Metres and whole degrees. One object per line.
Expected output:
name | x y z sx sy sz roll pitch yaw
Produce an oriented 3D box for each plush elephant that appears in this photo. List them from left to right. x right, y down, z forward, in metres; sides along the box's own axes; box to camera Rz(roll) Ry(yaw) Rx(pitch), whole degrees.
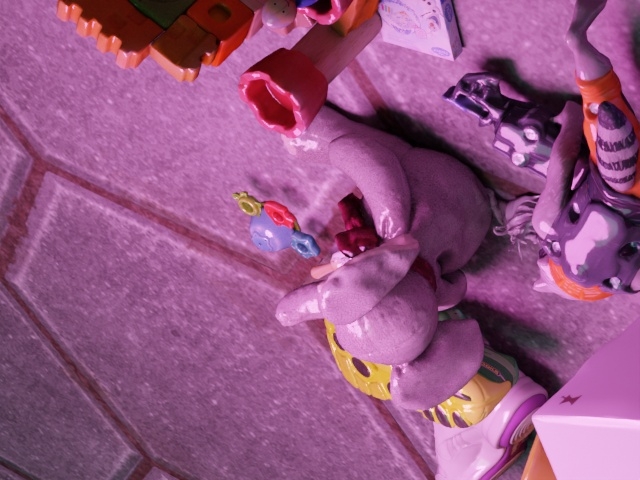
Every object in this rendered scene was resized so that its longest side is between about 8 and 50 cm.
plush elephant | 0.071 0.035 2.083 0.330 0.255 0.272 11 142 42

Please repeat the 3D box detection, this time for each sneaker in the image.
sneaker | 0.115 0.134 2.266 0.295 0.123 0.109 29 131 41
sneaker | 0.193 0.220 2.400 0.152 0.114 0.305 46 150 17

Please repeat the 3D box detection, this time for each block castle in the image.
block castle | -0.148 -0.321 1.850 0.453 0.213 0.303 38 153 9

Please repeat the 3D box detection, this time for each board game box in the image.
board game box | 0.095 -0.230 1.916 0.090 0.020 0.090 20 145 32

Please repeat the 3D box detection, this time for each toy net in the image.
toy net | 0.000 0.000 2.353 0.232 0.045 0.122 22 146 26

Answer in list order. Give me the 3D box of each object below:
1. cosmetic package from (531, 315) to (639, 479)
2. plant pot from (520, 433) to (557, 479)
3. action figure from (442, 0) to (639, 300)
cosmetic package | 0.421 0.315 2.002 0.161 0.230 0.453 -2 119 50
plant pot | 0.343 0.365 2.280 0.239 0.254 0.254 19 149 6
action figure | 0.247 -0.071 1.810 0.341 0.178 0.330 27 140 17
